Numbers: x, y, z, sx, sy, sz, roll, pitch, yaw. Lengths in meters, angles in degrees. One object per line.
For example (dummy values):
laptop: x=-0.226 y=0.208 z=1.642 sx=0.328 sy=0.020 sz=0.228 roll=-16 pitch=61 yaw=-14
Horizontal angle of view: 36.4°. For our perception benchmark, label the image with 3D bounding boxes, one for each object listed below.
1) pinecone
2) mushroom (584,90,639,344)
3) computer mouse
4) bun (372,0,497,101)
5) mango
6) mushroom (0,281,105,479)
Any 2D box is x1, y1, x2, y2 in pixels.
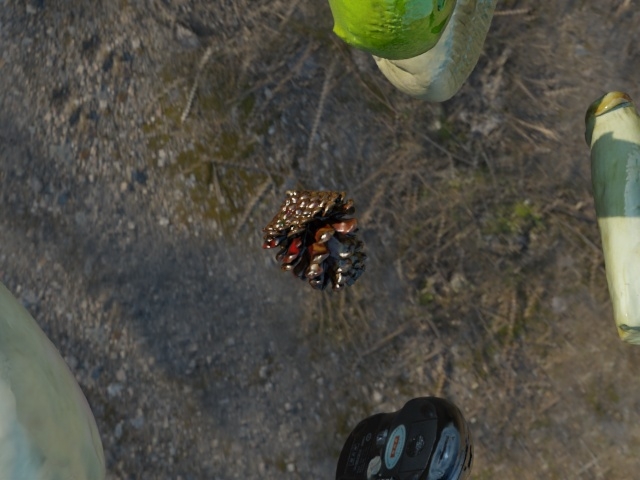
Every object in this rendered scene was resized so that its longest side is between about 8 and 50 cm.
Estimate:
pinecone: x=0.001 y=-0.003 z=0.964 sx=0.102 sy=0.102 sz=0.109 roll=-43 pitch=123 yaw=8
mushroom: x=0.364 y=-0.033 z=1.146 sx=0.081 sy=0.312 sz=0.100 roll=-11 pitch=152 yaw=21
computer mouse: x=0.110 y=0.268 z=1.171 sx=0.096 sy=0.233 sz=0.137 roll=34 pitch=63 yaw=-17
bun: x=0.112 y=-0.249 z=1.047 sx=0.128 sy=0.193 sz=0.178 roll=23 pitch=91 yaw=15
mango: x=0.052 y=-0.207 z=0.784 sx=0.119 sy=0.178 sz=0.100 roll=33 pitch=85 yaw=9
mushroom: x=-0.298 y=0.122 z=0.662 sx=0.315 sy=0.356 sz=0.315 roll=-2 pitch=84 yaw=17
